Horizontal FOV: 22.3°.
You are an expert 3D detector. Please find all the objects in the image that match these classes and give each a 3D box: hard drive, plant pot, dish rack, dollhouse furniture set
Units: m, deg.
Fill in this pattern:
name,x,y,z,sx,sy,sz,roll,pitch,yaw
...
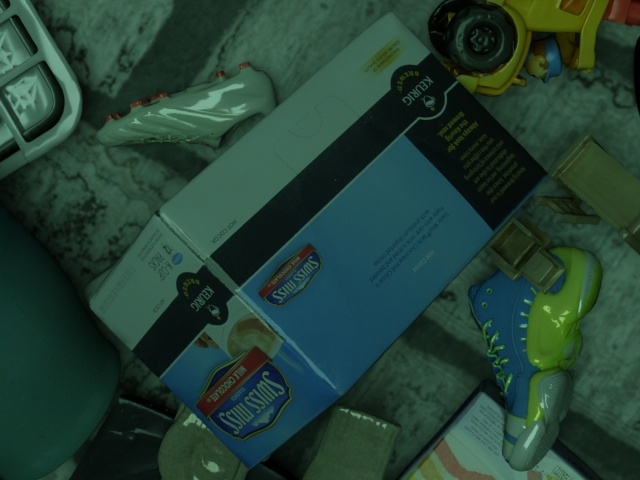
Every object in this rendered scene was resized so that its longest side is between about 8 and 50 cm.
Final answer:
name,x,y,z,sx,sy,sz,roll,pitch,yaw
hard drive,-0.134,0.274,1.718,0.255,0.054,0.172,29,109,-8
plant pot,-0.353,0.108,1.649,0.272,0.271,0.255,-40,120,10
dish rack,-0.437,-0.168,1.734,0.333,0.072,0.285,-31,92,10
dollhouse furniture set,0.284,0.018,1.596,0.161,0.101,0.182,-48,59,6

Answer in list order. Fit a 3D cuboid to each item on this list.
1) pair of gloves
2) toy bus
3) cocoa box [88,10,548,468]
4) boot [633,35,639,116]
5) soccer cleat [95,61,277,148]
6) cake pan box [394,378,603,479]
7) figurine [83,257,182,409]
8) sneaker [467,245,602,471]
name,x,y,z,sx,sy,sz,roll,pitch,yaw
pair of gloves,-0.048,0.245,1.658,0.240,0.042,0.204,12,108,0
toy bus,0.228,-0.232,1.610,0.211,0.149,0.220,16,101,-10
cocoa box,0.000,0.000,1.530,0.228,0.231,0.347,46,56,1
boot,0.451,-0.118,1.618,0.229,0.091,0.263,-23,97,4
soccer cleat,-0.140,-0.125,1.701,0.196,0.068,0.076,-19,96,7
cake pan box,0.191,0.324,1.703,0.267,0.070,0.246,42,102,2
figurine,-0.109,0.078,1.711,0.215,0.092,0.209,-33,95,11
sneaker,0.200,0.112,1.653,0.126,0.091,0.240,14,69,20
